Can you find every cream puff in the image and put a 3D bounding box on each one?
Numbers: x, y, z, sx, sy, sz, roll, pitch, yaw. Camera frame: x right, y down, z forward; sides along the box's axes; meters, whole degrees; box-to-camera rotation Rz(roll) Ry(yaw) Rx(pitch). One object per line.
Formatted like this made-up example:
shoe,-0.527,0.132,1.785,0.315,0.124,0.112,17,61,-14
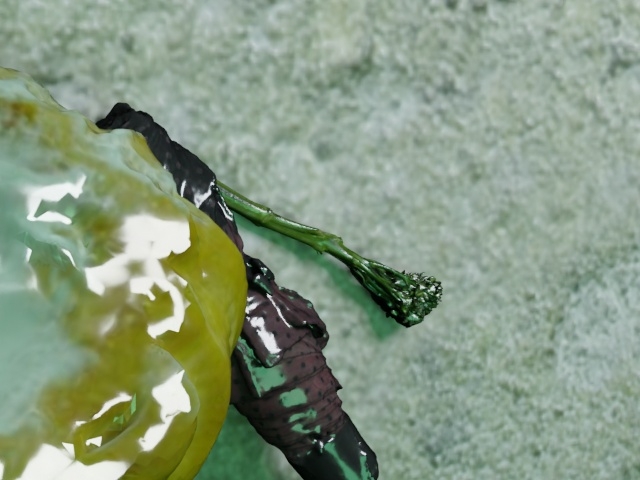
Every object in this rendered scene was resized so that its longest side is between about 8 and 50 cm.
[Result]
cream puff,-0.245,0.085,0.847,0.378,0.275,0.378,11,64,-23

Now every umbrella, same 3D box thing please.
umbrella,-0.056,0.051,1.005,0.094,0.090,0.326,-31,107,15

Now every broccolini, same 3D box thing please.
broccolini,0.001,0.000,1.063,0.218,0.042,0.044,32,86,-27
